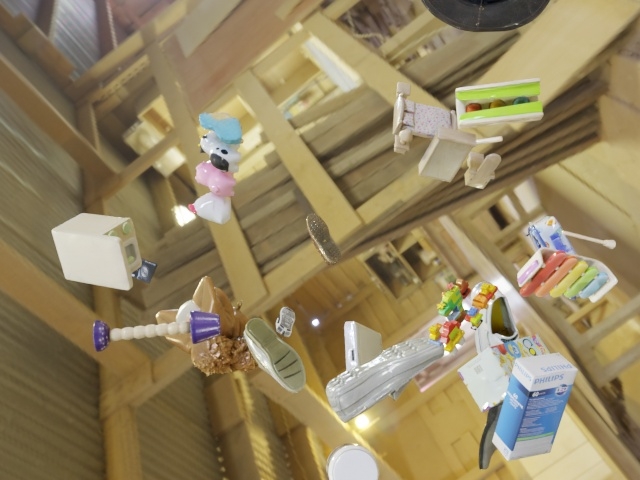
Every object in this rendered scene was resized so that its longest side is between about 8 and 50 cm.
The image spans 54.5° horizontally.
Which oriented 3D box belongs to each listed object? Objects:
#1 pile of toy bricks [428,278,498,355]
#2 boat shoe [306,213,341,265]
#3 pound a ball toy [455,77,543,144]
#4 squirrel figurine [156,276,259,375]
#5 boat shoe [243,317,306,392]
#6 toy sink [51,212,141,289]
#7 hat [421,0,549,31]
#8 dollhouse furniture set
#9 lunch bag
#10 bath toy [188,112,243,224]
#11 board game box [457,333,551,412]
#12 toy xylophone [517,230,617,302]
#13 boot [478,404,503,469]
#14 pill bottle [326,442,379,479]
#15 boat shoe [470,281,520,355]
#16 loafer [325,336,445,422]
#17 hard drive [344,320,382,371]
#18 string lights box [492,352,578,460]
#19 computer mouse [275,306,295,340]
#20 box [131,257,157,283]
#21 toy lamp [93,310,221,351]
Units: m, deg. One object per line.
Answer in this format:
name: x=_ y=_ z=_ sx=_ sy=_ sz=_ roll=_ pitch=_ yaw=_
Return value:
pile of toy bricks: x=0.309 y=0.147 z=1.422 sx=0.118 sy=0.212 sz=0.105 roll=14 pitch=141 yaw=46
boat shoe: x=0.001 y=0.000 z=1.960 sx=0.178 sy=0.064 sz=0.060 roll=62 pitch=151 yaw=14
pound a ball toy: x=0.575 y=-0.412 z=2.087 sx=0.136 sy=0.319 sz=0.208 roll=-7 pitch=-88 yaw=-78
squirrel figurine: x=-0.376 y=0.381 z=2.439 sx=0.370 sy=0.281 sz=0.397 roll=35 pitch=-164 yaw=-53
boat shoe: x=-0.157 y=0.408 z=2.151 sx=0.302 sy=0.113 sz=0.103 roll=51 pitch=146 yaw=23
toy sink: x=-0.578 y=0.025 z=1.681 sx=0.131 sy=0.234 sz=0.153 roll=-46 pitch=-44 yaw=-53
hat: x=0.393 y=-0.633 z=1.478 sx=0.331 sy=0.331 sz=0.134 roll=54 pitch=-170 yaw=2
dollhouse furniture set: x=0.394 y=-0.372 z=1.902 sx=0.174 sy=0.303 sz=0.356 roll=114 pitch=165 yaw=-54
lunch bag: x=0.827 y=0.053 z=2.157 sx=0.303 sy=0.115 sz=0.243 roll=60 pitch=-166 yaw=4
bath toy: x=-0.316 y=-0.202 z=1.838 sx=0.151 sy=0.128 sz=0.348 roll=-107 pitch=25 yaw=-48
board game box: x=0.571 y=0.393 z=1.857 sx=0.275 sy=0.144 sz=0.142 roll=-3 pitch=-125 yaw=-42
toy xylophone: x=0.764 y=0.086 z=1.904 sx=0.081 sy=0.322 sz=0.236 roll=-98 pitch=20 yaw=-44
boot: x=0.617 y=0.653 z=2.044 sx=0.161 sy=0.247 sz=0.083 roll=13 pitch=143 yaw=21
pill bottle: x=0.103 y=0.737 z=1.990 sx=0.161 sy=0.161 sz=0.283 roll=55 pitch=169 yaw=12
boat shoe: x=0.613 y=0.319 z=2.081 sx=0.156 sy=0.135 sz=0.367 roll=-138 pitch=30 yaw=-63
loafer: x=0.169 y=0.339 z=1.533 sx=0.112 sy=0.319 sz=0.112 roll=-149 pitch=35 yaw=-79
hard drive: x=0.166 y=0.436 z=2.272 sx=0.353 sy=0.047 sz=0.233 roll=37 pitch=-133 yaw=-65
string lights box: x=0.526 y=0.411 z=1.530 sx=0.077 sy=0.133 sz=0.260 roll=-128 pitch=40 yaw=-58
computer mouse: x=-0.143 y=0.343 z=2.409 sx=0.106 sy=0.042 sz=0.193 roll=32 pitch=-141 yaw=-16
box: x=-0.568 y=0.092 z=1.966 sx=0.083 sy=0.067 sz=0.018 roll=24 pitch=167 yaw=-13
toy lamp: x=-0.365 y=0.203 z=1.407 sx=0.080 sy=0.274 sz=0.080 roll=177 pitch=90 yaw=-81
